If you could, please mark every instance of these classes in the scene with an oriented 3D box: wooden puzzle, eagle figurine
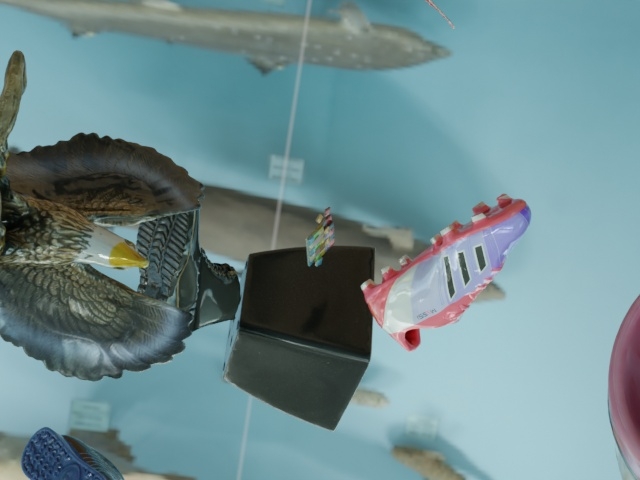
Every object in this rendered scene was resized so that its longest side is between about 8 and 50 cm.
[{"bbox_3d":[0.000,0.000,1.285,0.006,0.049,0.083,27,146,25],"label":"wooden puzzle"},{"bbox_3d":[-0.239,-0.001,0.981,0.225,0.226,0.298,49,-175,19],"label":"eagle figurine"}]

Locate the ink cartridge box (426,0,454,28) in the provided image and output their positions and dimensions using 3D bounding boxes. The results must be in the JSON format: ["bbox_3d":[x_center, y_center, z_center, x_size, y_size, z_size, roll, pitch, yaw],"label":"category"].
[{"bbox_3d":[-0.037,-0.206,0.605,0.181,0.056,0.225,31,-160,-51],"label":"ink cartridge box"}]

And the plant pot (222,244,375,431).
[{"bbox_3d":[-0.034,0.116,1.400,0.167,0.187,0.188,12,139,-7],"label":"plant pot"}]

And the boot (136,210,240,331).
[{"bbox_3d":[-0.142,0.020,1.230,0.077,0.198,0.137,33,-150,32],"label":"boot"}]

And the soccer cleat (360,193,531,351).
[{"bbox_3d":[0.137,0.035,1.070,0.083,0.095,0.248,-33,178,-42],"label":"soccer cleat"}]

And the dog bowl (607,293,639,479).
[{"bbox_3d":[0.486,0.159,1.103,0.408,0.408,0.150,7,152,39],"label":"dog bowl"}]

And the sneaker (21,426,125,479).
[{"bbox_3d":[-0.233,0.277,1.114,0.090,0.081,0.232,36,180,-41],"label":"sneaker"}]
